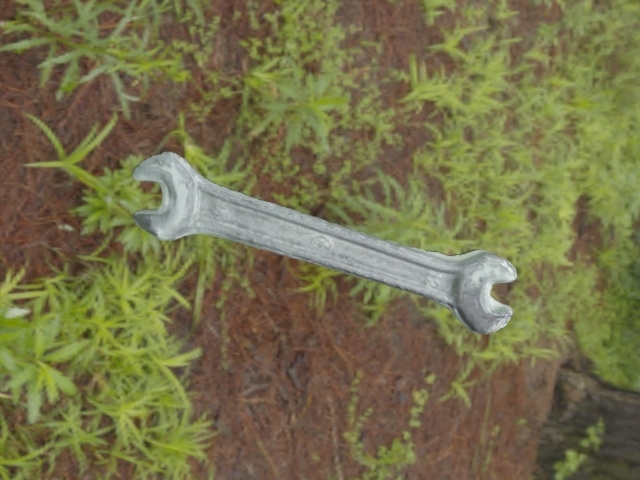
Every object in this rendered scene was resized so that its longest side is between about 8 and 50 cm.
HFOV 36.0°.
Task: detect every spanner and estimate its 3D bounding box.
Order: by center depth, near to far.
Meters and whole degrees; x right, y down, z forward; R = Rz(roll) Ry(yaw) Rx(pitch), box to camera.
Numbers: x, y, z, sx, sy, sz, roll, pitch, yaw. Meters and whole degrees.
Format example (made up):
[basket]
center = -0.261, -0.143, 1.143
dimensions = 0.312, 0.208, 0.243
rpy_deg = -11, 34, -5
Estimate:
[spanner]
center = 0.000, 0.000, 0.731
dimensions = 0.017, 0.302, 0.071
rpy_deg = -53, 158, -74
